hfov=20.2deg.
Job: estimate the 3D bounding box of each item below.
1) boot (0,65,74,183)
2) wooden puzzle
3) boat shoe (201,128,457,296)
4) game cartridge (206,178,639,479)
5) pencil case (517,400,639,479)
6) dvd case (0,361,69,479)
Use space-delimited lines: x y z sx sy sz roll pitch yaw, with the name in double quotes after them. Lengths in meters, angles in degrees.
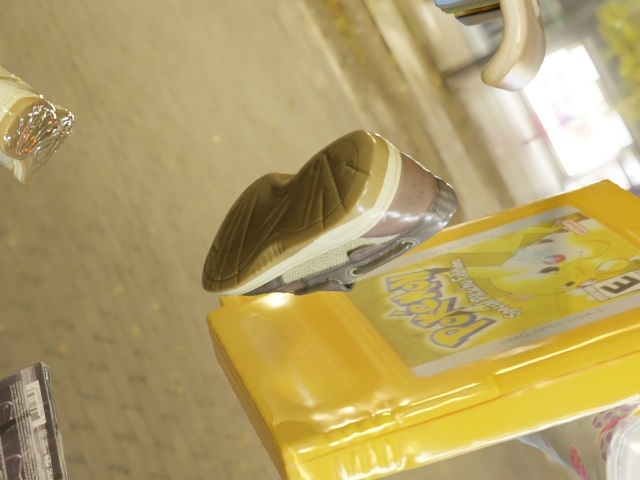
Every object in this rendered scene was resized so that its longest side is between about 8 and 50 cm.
-0.312 -0.131 1.602 0.165 0.077 0.213 34 -5 5 "boot"
0.104 -0.283 1.322 0.322 0.080 0.348 -21 103 -80 "wooden puzzle"
0.001 -0.001 1.040 0.073 0.223 0.080 26 66 -19 "boat shoe"
0.099 0.053 1.195 0.285 0.324 0.052 -132 -151 -68 "game cartridge"
0.250 0.162 1.574 0.124 0.113 0.273 37 -1 -18 "pencil case"
-0.309 0.211 1.470 0.018 0.221 0.164 54 16 -55 "dvd case"
